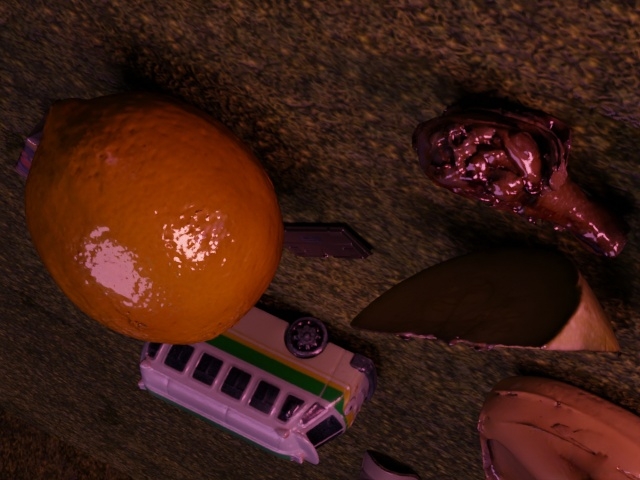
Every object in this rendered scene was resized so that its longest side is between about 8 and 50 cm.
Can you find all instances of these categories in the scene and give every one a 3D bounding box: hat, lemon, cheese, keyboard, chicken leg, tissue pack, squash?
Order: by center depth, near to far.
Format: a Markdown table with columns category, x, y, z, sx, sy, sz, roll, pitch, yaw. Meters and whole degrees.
| category | x | y | z | sx | sy | sz | roll | pitch | yaw |
| --- | --- | --- | --- | --- | --- | --- | --- | --- | --- |
| chicken leg | 0.164 | -0.050 | 1.213 | 0.196 | 0.080 | 0.125 | 24 | 171 | -5 |
| squash | 0.183 | 0.090 | 1.403 | 0.237 | 0.204 | 0.155 | 7 | 127 | 46 |
| lemon | -0.158 | -0.020 | 1.493 | 0.263 | 0.236 | 0.236 | 16 | 167 | -25 |
| keyboard | 0.000 | 0.000 | 1.638 | 0.049 | 0.015 | 0.129 | 46 | 155 | -27 |
| cheese | 0.318 | 0.276 | 1.670 | 0.316 | 0.128 | 0.259 | 29 | 157 | 35 |
| tissue pack | -0.279 | -0.088 | 1.741 | 0.109 | 0.060 | 0.148 | 34 | 161 | -9 |
| hat | 0.109 | 0.388 | 2.353 | 0.122 | 0.081 | 0.166 | 23 | 149 | 12 |

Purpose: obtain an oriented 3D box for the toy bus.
| category | x | y | z | sx | sy | sz | roll | pitch | yaw |
| --- | --- | --- | --- | --- | --- | --- | --- | --- | --- |
| toy bus | -0.082 | 0.166 | 1.931 | 0.276 | 0.164 | 0.133 | 25 | 161 | 15 |
